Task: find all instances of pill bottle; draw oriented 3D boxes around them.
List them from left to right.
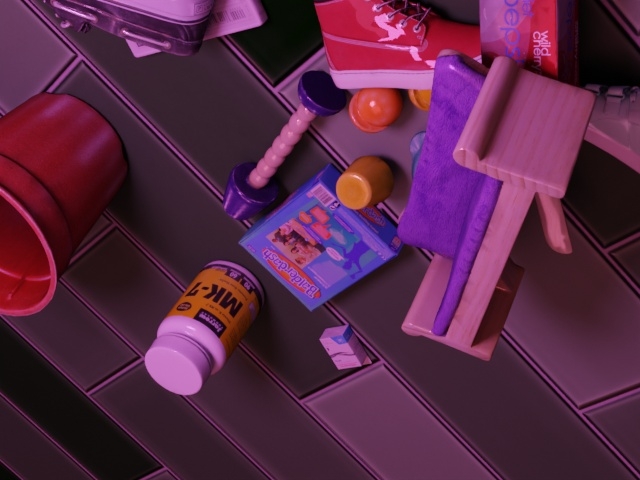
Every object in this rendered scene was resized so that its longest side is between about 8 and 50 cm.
[{"bbox_3d":[-0.182,0.137,1.685,0.119,0.208,0.119,15,132,17],"label":"pill bottle"}]

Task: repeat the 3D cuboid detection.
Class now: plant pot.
[{"bbox_3d":[-0.443,-0.074,1.613,0.272,0.265,0.272,14,132,17],"label":"plant pot"}]

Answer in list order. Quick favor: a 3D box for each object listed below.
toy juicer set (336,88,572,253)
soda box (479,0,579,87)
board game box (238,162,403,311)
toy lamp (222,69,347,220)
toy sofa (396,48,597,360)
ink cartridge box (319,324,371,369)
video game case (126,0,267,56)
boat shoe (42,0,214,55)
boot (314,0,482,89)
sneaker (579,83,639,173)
[{"bbox_3d":[0.181,-0.118,1.376,0.329,0.089,0.209,13,114,24],"label":"toy juicer set"},{"bbox_3d":[0.226,-0.276,1.159,0.092,0.083,0.263,6,113,28],"label":"soda box"},{"bbox_3d":[0.000,0.000,1.586,0.160,0.047,0.210,44,133,-11],"label":"board game box"},{"bbox_3d":[-0.059,-0.123,1.498,0.080,0.080,0.275,38,133,-5],"label":"toy lamp"},{"bbox_3d":[0.168,-0.031,1.217,0.177,0.150,0.362,21,146,8],"label":"toy sofa"},{"bbox_3d":[0.041,0.179,1.725,0.048,0.028,0.083,-14,119,36],"label":"ink cartridge box"},{"bbox_3d":[-0.205,-0.357,1.417,0.227,0.026,0.206,-6,123,33],"label":"video game case"},{"bbox_3d":[-0.304,-0.322,1.396,0.335,0.121,0.119,22,130,9],"label":"boat shoe"},{"bbox_3d":[0.098,-0.275,1.280,0.244,0.088,0.176,2,126,32],"label":"boot"},{"bbox_3d":[0.360,-0.174,1.231,0.256,0.094,0.151,35,114,17],"label":"sneaker"}]
